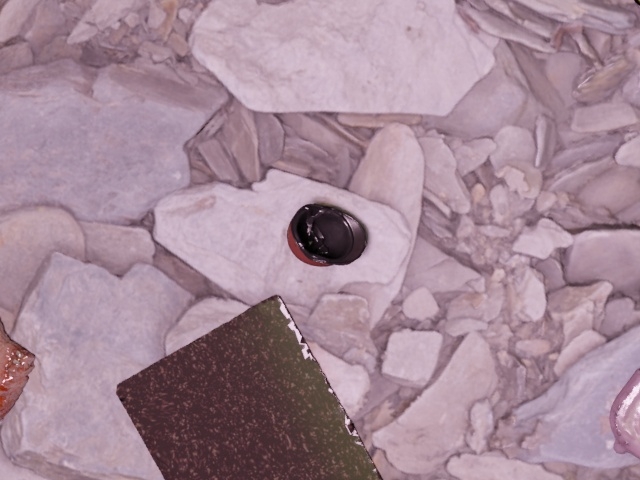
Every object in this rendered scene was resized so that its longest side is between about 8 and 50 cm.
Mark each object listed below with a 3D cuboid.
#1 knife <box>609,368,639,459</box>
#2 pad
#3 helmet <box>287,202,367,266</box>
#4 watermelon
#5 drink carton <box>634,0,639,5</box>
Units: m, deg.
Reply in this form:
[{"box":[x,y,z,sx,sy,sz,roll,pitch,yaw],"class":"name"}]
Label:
[{"box":[0.414,0.057,1.523,0.132,0.038,0.398,36,102,10],"class":"knife"},{"box":[-0.057,0.250,1.659,0.220,0.004,0.330,-29,88,13],"class":"pad"},{"box":[0.001,0.001,1.604,0.084,0.049,0.065,21,63,-14],"class":"helmet"},{"box":[-0.376,0.169,1.691,0.080,0.101,0.155,27,109,-2],"class":"watermelon"},{"box":[0.385,-0.275,1.495,0.071,0.056,0.165,46,102,14],"class":"drink carton"}]
